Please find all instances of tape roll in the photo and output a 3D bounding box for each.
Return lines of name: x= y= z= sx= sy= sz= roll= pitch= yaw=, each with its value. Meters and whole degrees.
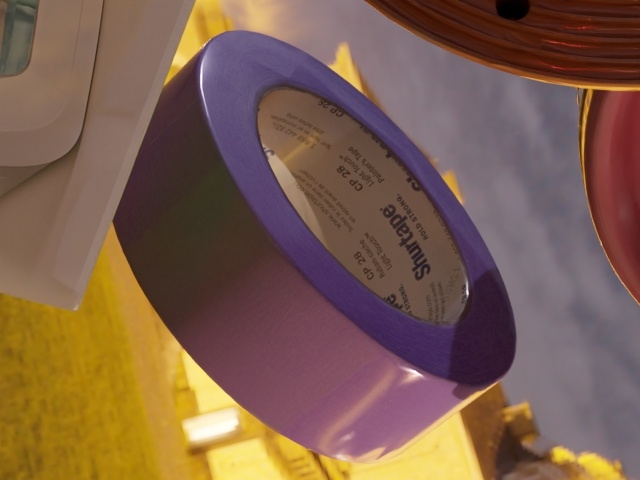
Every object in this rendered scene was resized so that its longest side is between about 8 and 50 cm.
tape roll: x=0.000 y=0.000 z=0.814 sx=0.274 sy=0.090 sz=0.275 roll=38 pitch=28 yaw=-24

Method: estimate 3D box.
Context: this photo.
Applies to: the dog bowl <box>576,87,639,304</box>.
dog bowl: x=0.354 y=-0.068 z=0.846 sx=0.150 sy=0.407 sz=0.408 roll=-50 pitch=138 yaw=-53

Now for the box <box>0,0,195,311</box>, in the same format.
box: x=-0.177 y=-0.134 z=0.558 sx=0.262 sy=0.231 sz=0.127 roll=-66 pitch=-155 yaw=13

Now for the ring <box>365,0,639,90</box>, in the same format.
ring: x=0.135 y=-0.217 z=0.579 sx=0.032 sy=0.336 sz=0.337 roll=70 pitch=3 yaw=-71
